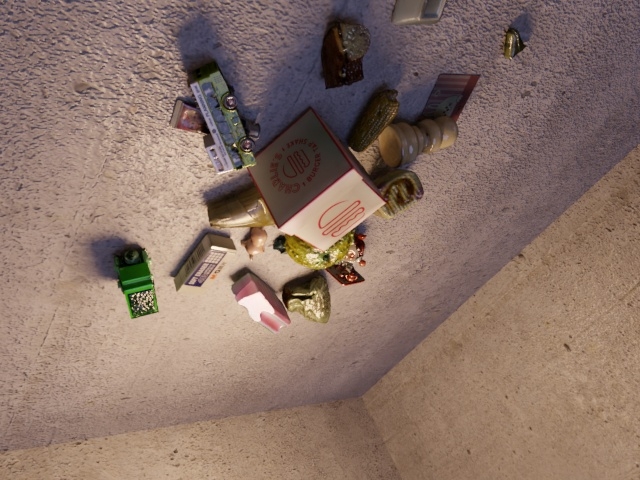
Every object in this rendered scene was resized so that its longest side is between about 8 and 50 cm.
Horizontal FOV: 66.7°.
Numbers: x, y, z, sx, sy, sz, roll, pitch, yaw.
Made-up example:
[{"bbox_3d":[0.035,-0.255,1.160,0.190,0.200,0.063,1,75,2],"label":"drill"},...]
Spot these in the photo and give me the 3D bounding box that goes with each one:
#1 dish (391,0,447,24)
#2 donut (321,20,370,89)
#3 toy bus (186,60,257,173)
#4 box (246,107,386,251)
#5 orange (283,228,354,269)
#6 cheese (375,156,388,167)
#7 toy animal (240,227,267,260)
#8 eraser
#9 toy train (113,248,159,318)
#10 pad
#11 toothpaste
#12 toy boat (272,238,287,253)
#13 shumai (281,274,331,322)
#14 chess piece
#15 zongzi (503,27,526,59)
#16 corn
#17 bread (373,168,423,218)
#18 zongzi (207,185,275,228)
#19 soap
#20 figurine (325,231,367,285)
[{"bbox_3d":[0.327,-0.734,1.414,0.182,0.080,0.243,-12,141,-23],"label":"dish"},{"bbox_3d":[0.073,-0.551,1.447,0.126,0.144,0.186,-18,114,-26],"label":"donut"},{"bbox_3d":[-0.287,-0.344,1.398,0.139,0.113,0.301,-21,128,-4],"label":"toy bus"},{"bbox_3d":[-0.011,-0.193,1.663,0.312,0.314,0.300,-39,147,14],"label":"box"},{"bbox_3d":[0.000,0.000,1.990,0.300,0.223,0.301,-25,142,-5],"label":"orange"},{"bbox_3d":[0.274,-0.323,1.946,0.121,0.026,0.067,-24,146,-7],"label":"cheese"},{"bbox_3d":[-0.259,0.000,1.942,0.089,0.083,0.150,13,117,-28],"label":"toy animal"},{"bbox_3d":[-0.458,0.098,1.921,0.124,0.081,0.279,14,127,-45],"label":"eraser"},{"bbox_3d":[-0.663,0.155,1.758,0.132,0.188,0.243,-14,142,-22],"label":"toy train"},{"bbox_3d":[0.475,-0.503,1.876,0.202,0.005,0.299,-8,141,-27],"label":"pad"},{"bbox_3d":[-0.314,-0.354,1.478,0.266,0.061,0.096,6,133,-31],"label":"toothpaste"},{"bbox_3d":[-0.137,0.029,2.084,0.055,0.060,0.141,-23,159,36],"label":"toy boat"},{"bbox_3d":[-0.064,0.292,2.371,0.222,0.225,0.260,-8,138,14],"label":"shumai"},{"bbox_3d":[0.384,-0.391,1.840,0.300,0.167,0.167,-20,145,-20],"label":"chess piece"},{"bbox_3d":[0.705,-0.717,1.735,0.113,0.052,0.104,-32,142,-18],"label":"zongzi"},{"bbox_3d":[0.189,-0.416,1.706,0.097,0.097,0.261,3,137,-38],"label":"corn"},{"bbox_3d":[0.269,-0.184,1.880,0.187,0.155,0.338,-31,-174,1],"label":"bread"},{"bbox_3d":[-0.284,-0.083,1.806,0.228,0.115,0.256,-22,156,-3],"label":"zongzi"},{"bbox_3d":[-0.269,0.275,2.184,0.109,0.193,0.324,-34,144,4],"label":"soap"},{"bbox_3d":[0.140,0.057,2.231,0.160,0.183,0.226,-7,128,-42],"label":"figurine"}]
